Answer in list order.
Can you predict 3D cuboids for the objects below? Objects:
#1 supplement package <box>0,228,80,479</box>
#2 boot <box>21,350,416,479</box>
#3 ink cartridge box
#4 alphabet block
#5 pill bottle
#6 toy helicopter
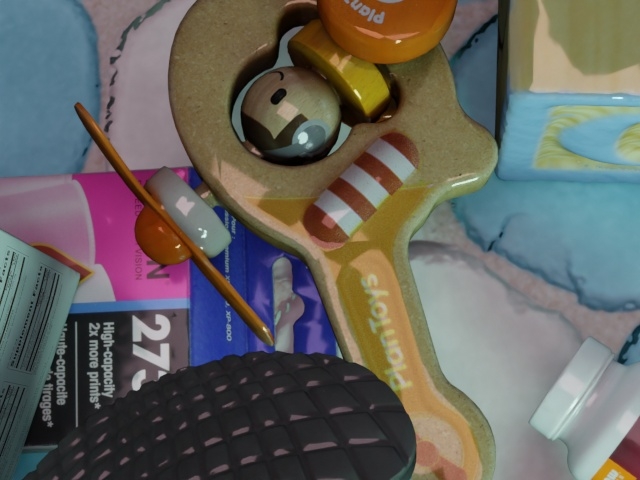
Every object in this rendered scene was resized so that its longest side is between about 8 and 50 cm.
[{"bbox_3d":[-0.269,0.045,0.714,0.194,0.203,0.149,15,82,9],"label":"supplement package"},{"bbox_3d":[-0.089,0.199,0.730,0.338,0.222,0.118,-21,47,3],"label":"boot"},{"bbox_3d":[-0.175,0.048,0.841,0.371,0.069,0.175,-3,79,3],"label":"ink cartridge box"},{"bbox_3d":[0.204,-0.149,0.776,0.193,0.192,0.197,2,78,4],"label":"alphabet block"},{"bbox_3d":[0.201,0.126,0.757,0.152,0.086,0.086,35,84,13],"label":"pill bottle"},{"bbox_3d":[0.000,0.000,0.767,0.235,0.140,0.355,-16,74,-6],"label":"toy helicopter"}]
